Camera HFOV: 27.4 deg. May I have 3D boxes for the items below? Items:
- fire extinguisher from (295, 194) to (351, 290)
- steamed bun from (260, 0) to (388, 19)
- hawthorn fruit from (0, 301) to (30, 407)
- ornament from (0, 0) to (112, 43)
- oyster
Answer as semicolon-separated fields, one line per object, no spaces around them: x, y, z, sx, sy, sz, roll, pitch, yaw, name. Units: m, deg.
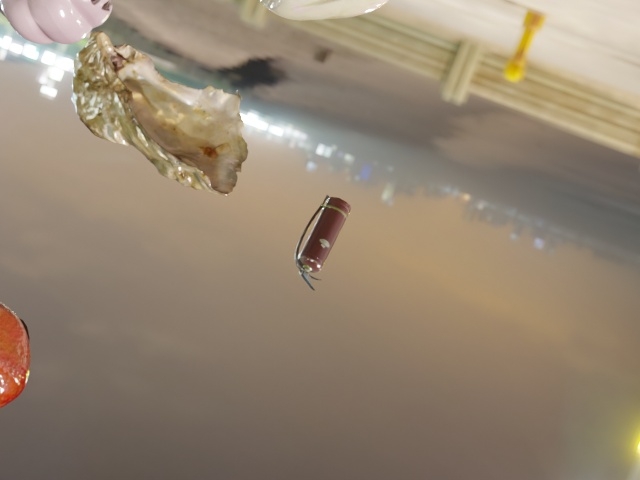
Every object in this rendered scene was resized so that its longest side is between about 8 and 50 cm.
0.000;0.000;2.123;0.064;0.158;0.043;39;149;-20;fire extinguisher
-0.017;-0.339;1.516;0.170;0.152;0.238;-6;-122;-21;steamed bun
-0.484;0.129;1.691;0.190;0.189;0.251;24;154;40;hawthorn fruit
-0.382;-0.369;1.859;0.178;0.177;0.177;20;-175;-2;ornament
-0.191;-0.139;1.516;0.233;0.107;0.161;37;-149;-14;oyster
